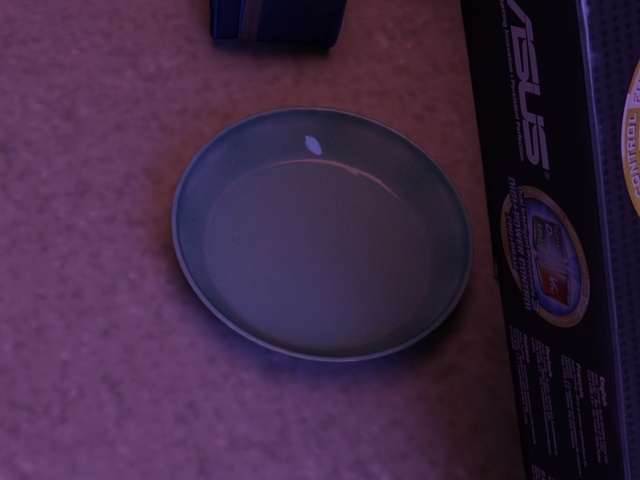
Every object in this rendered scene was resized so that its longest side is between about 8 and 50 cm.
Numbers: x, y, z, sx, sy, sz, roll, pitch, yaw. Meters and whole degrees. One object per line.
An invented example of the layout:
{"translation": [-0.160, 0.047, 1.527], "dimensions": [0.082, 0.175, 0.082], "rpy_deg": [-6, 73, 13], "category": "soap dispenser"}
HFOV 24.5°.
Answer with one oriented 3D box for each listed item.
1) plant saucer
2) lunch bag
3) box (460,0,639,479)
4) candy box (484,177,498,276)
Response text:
{"translation": [0.000, 0.000, 0.580], "dimensions": [0.119, 0.021, 0.119], "rpy_deg": [5, 57, -8], "category": "plant saucer"}
{"translation": [-0.022, -0.136, 0.638], "dimensions": [0.065, 0.067, 0.098], "rpy_deg": [4, 55, -9], "category": "lunch bag"}
{"translation": [0.163, 0.014, 0.469], "dimensions": [0.216, 0.270, 0.060], "rpy_deg": [-19, 23, -23], "category": "box"}
{"translation": [0.110, -0.121, 0.599], "dimensions": [0.071, 0.159, 0.233], "rpy_deg": [3, 57, -7], "category": "candy box"}
